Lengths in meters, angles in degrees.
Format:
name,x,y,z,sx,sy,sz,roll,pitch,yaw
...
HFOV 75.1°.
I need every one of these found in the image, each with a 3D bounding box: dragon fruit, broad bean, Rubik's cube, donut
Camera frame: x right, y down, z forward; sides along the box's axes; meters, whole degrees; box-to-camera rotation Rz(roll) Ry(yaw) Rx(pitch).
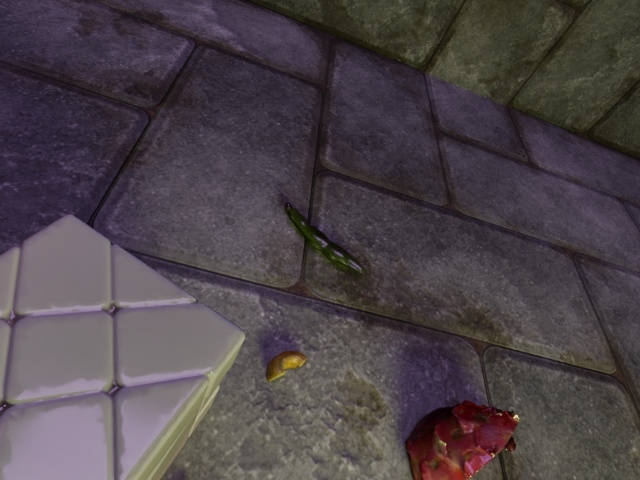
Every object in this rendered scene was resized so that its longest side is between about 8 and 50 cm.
name,x,y,z,sx,sy,sz,roll,pitch,yaw
dragon fruit,0.294,0.387,0.843,0.274,0.161,0.126,-19,65,-34
broad bean,-0.001,0.001,1.112,0.297,0.043,0.060,41,37,13
Rubik's cube,-0.344,0.219,0.578,0.322,0.315,0.318,34,46,3
donut,-0.066,0.259,0.866,0.083,0.037,0.067,12,45,-14
